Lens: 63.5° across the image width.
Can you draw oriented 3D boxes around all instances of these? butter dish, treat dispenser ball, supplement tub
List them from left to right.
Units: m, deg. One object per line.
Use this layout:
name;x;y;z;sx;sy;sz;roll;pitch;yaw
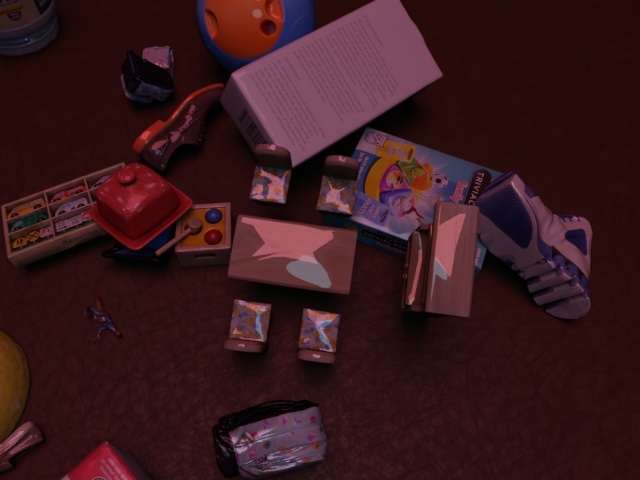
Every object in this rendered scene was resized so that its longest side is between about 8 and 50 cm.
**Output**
supplement tub;-0.803;-0.648;1.263;0.235;0.325;0.236;1;60;-2
butter dish;-0.360;-0.090;1.000;0.159;0.118;0.160;33;61;23
treat dispenser ball;-0.155;-0.539;1.252;0.288;0.288;0.288;1;60;-2

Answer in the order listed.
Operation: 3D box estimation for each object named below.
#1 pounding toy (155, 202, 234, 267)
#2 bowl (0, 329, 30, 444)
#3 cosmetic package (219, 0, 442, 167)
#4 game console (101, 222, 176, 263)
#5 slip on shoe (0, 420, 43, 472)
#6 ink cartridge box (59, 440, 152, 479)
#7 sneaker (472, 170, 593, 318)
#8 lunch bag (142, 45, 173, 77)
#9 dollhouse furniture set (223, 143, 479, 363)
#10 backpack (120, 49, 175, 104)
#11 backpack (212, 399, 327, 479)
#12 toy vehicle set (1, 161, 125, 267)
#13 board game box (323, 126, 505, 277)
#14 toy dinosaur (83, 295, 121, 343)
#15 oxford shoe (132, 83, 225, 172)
pounding toy;-0.251;-0.009;1.053;0.141;0.100;0.130;-4;60;-5
bowl;-0.667;0.246;0.858;0.289;0.156;0.290;1;61;-2
cosmetic package;0.028;-0.349;1.180;0.453;0.161;0.230;-34;96;-20
game console;-0.368;-0.001;1.060;0.122;0.107;0.071;6;99;2
slip on shoe;-0.528;0.365;0.860;0.041;0.051;0.135;43;61;7
ink cartridge box;-0.355;0.490;0.747;0.226;0.131;0.306;42;68;18
sneaker;0.448;-0.012;1.052;0.315;0.127;0.182;51;49;-10
lunch bag;-0.417;-0.461;1.332;0.071;0.053;0.083;-5;70;-3
dollhouse furniture set;0.037;0.029;0.897;0.394;0.256;0.362;8;79;1
backpack;-0.424;-0.387;1.264;0.114;0.084;0.105;7;52;-47
backpack;-0.080;0.329;0.857;0.181;0.152;0.115;-9;77;-11
toy vehicle set;-0.518;-0.060;1.087;0.266;0.035;0.166;-24;51;-16
board game box;0.209;-0.086;1.131;0.336;0.079;0.254;21;62;9
toy dinosaur;-0.410;0.151;0.992;0.082;0.047;0.090;27;50;-8
oxford shoe;-0.306;-0.264;1.215;0.098;0.097;0.271;44;70;-2
